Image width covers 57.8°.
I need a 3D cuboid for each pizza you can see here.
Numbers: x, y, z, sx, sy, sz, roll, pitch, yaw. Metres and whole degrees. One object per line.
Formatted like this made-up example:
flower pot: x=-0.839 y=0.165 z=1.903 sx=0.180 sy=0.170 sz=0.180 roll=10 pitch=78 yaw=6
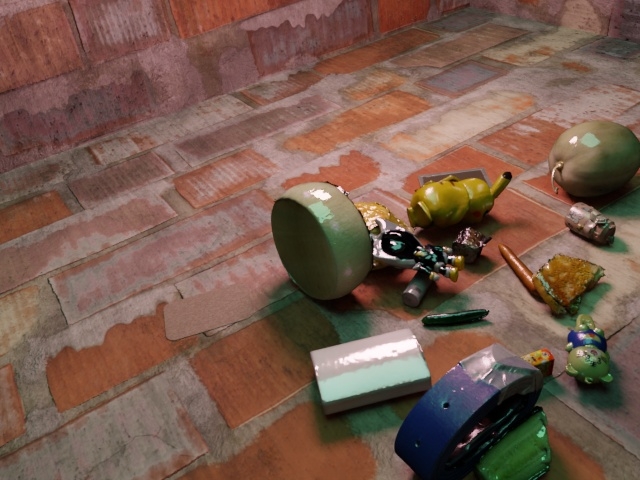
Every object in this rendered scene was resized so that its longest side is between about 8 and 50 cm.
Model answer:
pizza: x=0.678 y=0.112 z=1.607 sx=0.147 sy=0.069 sz=0.226 roll=42 pitch=57 yaw=17

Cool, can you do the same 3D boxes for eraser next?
eraser: x=0.121 y=0.321 z=1.439 sx=0.270 sy=0.094 sz=0.174 roll=-12 pitch=36 yaw=-5

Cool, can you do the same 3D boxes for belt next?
belt: x=0.318 y=0.368 z=1.236 sx=0.347 sy=0.212 sz=0.117 roll=-31 pitch=40 yaw=-21

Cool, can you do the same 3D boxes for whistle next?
whistle: x=0.651 y=0.262 z=1.411 sx=0.105 sy=0.085 sz=0.227 roll=13 pitch=41 yaw=13

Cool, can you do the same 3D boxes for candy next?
candy: x=0.501 y=0.310 z=1.397 sx=0.122 sy=0.062 sz=0.038 roll=-17 pitch=37 yaw=-11

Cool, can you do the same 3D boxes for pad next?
pad: x=-0.342 y=0.212 z=1.762 sx=0.266 sy=0.002 sz=0.176 roll=-16 pitch=37 yaw=-9

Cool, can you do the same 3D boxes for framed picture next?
framed picture: x=0.496 y=-0.201 z=2.125 sx=0.253 sy=0.014 sz=0.197 roll=-7 pitch=36 yaw=4

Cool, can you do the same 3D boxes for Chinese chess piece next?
Chinese chess piece: x=0.000 y=0.000 z=1.683 sx=0.147 sy=0.349 sz=0.349 roll=-25 pitch=39 yaw=-30

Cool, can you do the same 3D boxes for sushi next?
sushi: x=0.458 y=0.019 z=1.775 sx=0.098 sy=0.094 sz=0.084 roll=26 pitch=51 yaw=17

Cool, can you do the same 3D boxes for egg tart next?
egg tart: x=0.136 y=-0.032 z=1.879 sx=0.342 sy=0.132 sz=0.341 roll=-7 pitch=35 yaw=5

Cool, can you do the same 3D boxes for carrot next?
carrot: x=0.586 y=0.080 z=1.707 sx=0.043 sy=0.043 sz=0.247 roll=-13 pitch=35 yaw=-5

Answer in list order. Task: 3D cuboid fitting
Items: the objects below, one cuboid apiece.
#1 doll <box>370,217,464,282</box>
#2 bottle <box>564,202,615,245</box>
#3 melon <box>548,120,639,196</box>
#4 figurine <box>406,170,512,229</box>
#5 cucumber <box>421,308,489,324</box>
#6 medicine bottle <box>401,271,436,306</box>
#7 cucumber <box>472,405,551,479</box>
doll: x=0.260 y=0.029 z=1.694 sx=0.317 sy=0.103 sz=0.145 roll=20 pitch=75 yaw=21
bottle: x=0.839 y=-0.049 z=1.780 sx=0.099 sy=0.098 sz=0.152 roll=-24 pitch=39 yaw=-19
melon: x=0.910 y=-0.271 z=1.933 sx=0.308 sy=0.271 sz=0.271 roll=9 pitch=30 yaw=-24
figurine: x=0.444 y=-0.130 z=1.913 sx=0.327 sy=0.169 sz=0.218 roll=-7 pitch=-3 yaw=-17
cucumber: x=0.369 y=0.212 z=1.585 sx=0.185 sy=0.033 sz=0.036 roll=-7 pitch=61 yaw=4
medicine bottle: x=0.304 y=0.113 z=1.710 sx=0.058 sy=0.057 sz=0.199 roll=13 pitch=42 yaw=28
cucumber: x=0.408 y=0.448 z=1.220 sx=0.193 sy=0.115 sz=0.086 roll=-31 pitch=-2 yaw=-20
